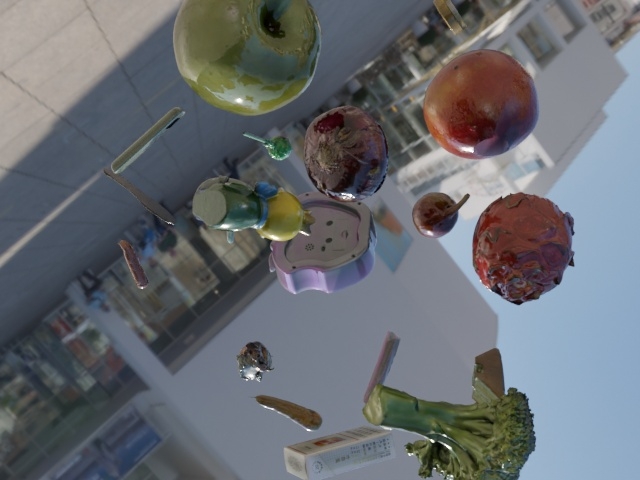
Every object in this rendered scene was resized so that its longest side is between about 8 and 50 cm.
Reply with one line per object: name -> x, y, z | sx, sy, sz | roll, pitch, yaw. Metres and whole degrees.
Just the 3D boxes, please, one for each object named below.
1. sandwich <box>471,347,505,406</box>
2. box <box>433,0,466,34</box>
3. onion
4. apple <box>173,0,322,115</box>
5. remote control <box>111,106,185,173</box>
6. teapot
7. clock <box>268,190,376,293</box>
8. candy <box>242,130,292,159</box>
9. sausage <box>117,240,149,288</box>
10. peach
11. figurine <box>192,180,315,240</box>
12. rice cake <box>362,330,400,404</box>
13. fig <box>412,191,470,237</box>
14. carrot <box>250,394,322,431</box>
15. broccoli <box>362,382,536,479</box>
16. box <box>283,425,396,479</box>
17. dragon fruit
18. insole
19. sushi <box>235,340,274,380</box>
sandwich -> 0.500, 0.421, 2.057 | 0.244, 0.088, 0.090 | -75, 176, -59
box -> 0.325, -0.568, 1.712 | 0.037, 0.105, 0.105 | -34, -171, 18
onion -> 0.071, -0.219, 1.744 | 0.190, 0.246, 0.246 | -14, 171, -38
apple -> -0.183, -0.467, 1.639 | 0.357, 0.357, 0.357 | -38, -172, 6
remote control -> -0.567, -0.330, 2.239 | 0.309, 0.038, 0.090 | -40, -175, 7
teapot -> -0.270, -0.098, 1.973 | 0.294, 0.193, 0.129 | 92, 4, -72
clock -> 0.000, 0.000, 2.009 | 0.338, 0.102, 0.338 | -6, -132, 7
candy -> -0.201, -0.356, 2.468 | 0.097, 0.097, 0.323 | -37, 163, 18
sausage -> -0.523, 0.067, 1.912 | 0.042, 0.158, 0.036 | -11, -151, 13
peach -> 0.525, -0.431, 2.213 | 0.388, 0.388, 0.388 | -38, -172, 6
figurine -> -0.142, -0.061, 1.469 | 0.234, 0.127, 0.185 | -3, -178, -40
rice cake -> 0.205, 0.430, 2.282 | 0.270, 0.049, 0.055 | -67, 154, -17
fig -> 0.427, -0.095, 2.435 | 0.175, 0.175, 0.207 | -41, -165, -15
carrot -> -0.131, 0.631, 2.552 | 0.078, 0.298, 0.078 | -63, -171, 17
broccoli -> 0.329, 0.443, 1.619 | 0.353, 0.397, 0.275 | -29, -151, 11
box -> 0.062, 0.727, 2.341 | 0.330, 0.095, 0.210 | -7, 174, -24
dragon fruit -> 0.451, 0.016, 1.535 | 0.241, 0.252, 0.241 | -9, 168, -2
insole -> -0.640, -0.157, 2.423 | 0.009, 0.348, 0.119 | -56, 166, 11
sushi -> -0.181, 0.340, 1.898 | 0.103, 0.097, 0.226 | -39, 167, -2
